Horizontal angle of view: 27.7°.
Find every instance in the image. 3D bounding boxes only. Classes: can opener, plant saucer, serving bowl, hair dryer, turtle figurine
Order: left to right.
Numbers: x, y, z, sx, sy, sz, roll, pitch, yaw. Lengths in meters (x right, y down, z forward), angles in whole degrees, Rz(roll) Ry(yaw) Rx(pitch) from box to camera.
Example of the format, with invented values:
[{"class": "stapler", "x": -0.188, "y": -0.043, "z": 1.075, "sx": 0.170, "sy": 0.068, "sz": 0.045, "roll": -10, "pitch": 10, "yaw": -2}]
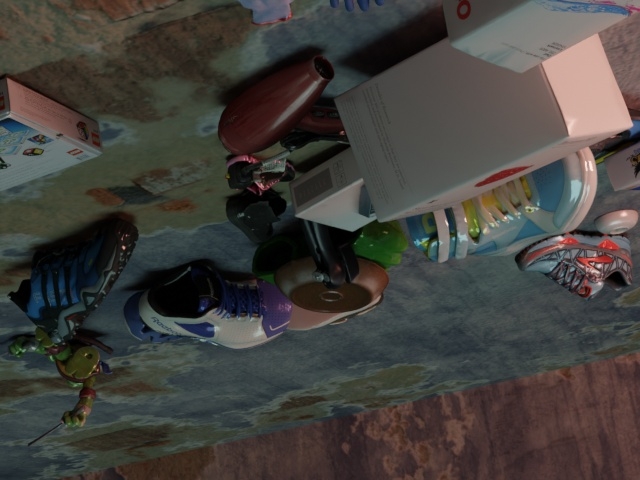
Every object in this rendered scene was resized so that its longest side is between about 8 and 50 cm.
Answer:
[{"class": "turtle figurine", "x": -0.532, "y": 0.272, "z": 2.558, "sx": 0.274, "sy": 0.198, "sz": 0.266, "roll": -8, "pitch": 158, "yaw": -16}, {"class": "hair dryer", "x": -0.031, "y": -0.171, "z": 1.725, "sx": 0.223, "sy": 0.080, "sz": 0.293, "roll": -24, "pitch": 168, "yaw": -11}, {"class": "can opener", "x": 0.000, "y": 0.000, "z": 2.094, "sx": 0.059, "sy": 0.186, "sz": 0.073, "roll": 2, "pitch": -143, "yaw": 45}, {"class": "plant saucer", "x": 0.018, "y": 0.082, "z": 2.220, "sx": 0.198, "sy": 0.036, "sz": 0.199, "roll": 1, "pitch": 154, "yaw": 1}, {"class": "serving bowl", "x": 0.560, "y": -0.031, "z": 2.448, "sx": 0.083, "sy": 0.027, "sz": 0.083, "roll": -9, "pitch": 161, "yaw": -3}]

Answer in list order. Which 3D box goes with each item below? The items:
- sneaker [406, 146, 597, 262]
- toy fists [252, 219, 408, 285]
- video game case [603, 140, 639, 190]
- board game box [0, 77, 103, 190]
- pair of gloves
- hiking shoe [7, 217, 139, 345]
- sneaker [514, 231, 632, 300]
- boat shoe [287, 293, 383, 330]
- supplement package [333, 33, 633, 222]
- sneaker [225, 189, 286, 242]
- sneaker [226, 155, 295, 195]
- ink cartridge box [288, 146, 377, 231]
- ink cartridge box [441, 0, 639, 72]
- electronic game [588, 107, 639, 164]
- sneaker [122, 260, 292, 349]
[{"class": "sneaker", "x": 0.246, "y": -0.046, "z": 1.883, "sx": 0.208, "sy": 0.127, "sz": 0.319, "roll": -6, "pitch": 160, "yaw": -26}, {"class": "toy fists", "x": 0.021, "y": 0.022, "z": 2.244, "sx": 0.279, "sy": 0.096, "sz": 0.142, "roll": -21, "pitch": 146, "yaw": 35}, {"class": "video game case", "x": 0.614, "y": -0.146, "z": 2.013, "sx": 0.269, "sy": 0.061, "sz": 0.244, "roll": -4, "pitch": 164, "yaw": -47}, {"class": "board game box", "x": -0.463, "y": -0.112, "z": 1.677, "sx": 0.305, "sy": 0.053, "sz": 0.193, "roll": -17, "pitch": 161, "yaw": 21}, {"class": "pair of gloves", "x": -0.006, "y": -0.288, "z": 1.430, "sx": 0.198, "sy": 0.023, "sz": 0.159, "roll": -9, "pitch": 163, "yaw": 2}, {"class": "hiking shoe", "x": -0.407, "y": 0.056, "z": 2.106, "sx": 0.132, "sy": 0.113, "sz": 0.304, "roll": 36, "pitch": 128, "yaw": -9}, {"class": "sneaker", "x": 0.502, "y": 0.053, "z": 2.511, "sx": 0.261, "sy": 0.125, "sz": 0.104, "roll": -2, "pitch": 159, "yaw": -22}, {"class": "boat shoe", "x": 0.021, "y": 0.137, "z": 2.607, "sx": 0.219, "sy": 0.078, "sz": 0.070, "roll": -14, "pitch": 160, "yaw": 10}, {"class": "supplement package", "x": 0.199, "y": -0.158, "z": 1.609, "sx": 0.293, "sy": 0.175, "sz": 0.177, "roll": -25, "pitch": 172, "yaw": 39}, {"class": "sneaker", "x": -0.089, "y": -0.041, "z": 2.068, "sx": 0.089, "sy": 0.051, "sz": 0.170, "roll": -11, "pitch": 159, "yaw": 21}, {"class": "sneaker", "x": -0.086, "y": -0.091, "z": 1.916, "sx": 0.119, "sy": 0.057, "sz": 0.047, "roll": 4, "pitch": 156, "yaw": -39}, {"class": "ink cartridge box", "x": 0.145, "y": -0.100, "z": 1.962, "sx": 0.296, "sy": 0.066, "sz": 0.261, "roll": -28, "pitch": 154, "yaw": 36}, {"class": "ink cartridge box", "x": 0.238, "y": -0.308, "z": 1.201, "sx": 0.117, "sy": 0.201, "sz": 0.278, "roll": 10, "pitch": 154, "yaw": -43}, {"class": "electronic game", "x": 0.390, "y": -0.141, "z": 1.969, "sx": 0.229, "sy": 0.048, "sz": 0.229, "roll": -16, "pitch": 165, "yaw": -4}, {"class": "sneaker", "x": -0.189, "y": 0.120, "z": 2.377, "sx": 0.315, "sy": 0.128, "sz": 0.182, "roll": 0, "pitch": 162, "yaw": -21}]
